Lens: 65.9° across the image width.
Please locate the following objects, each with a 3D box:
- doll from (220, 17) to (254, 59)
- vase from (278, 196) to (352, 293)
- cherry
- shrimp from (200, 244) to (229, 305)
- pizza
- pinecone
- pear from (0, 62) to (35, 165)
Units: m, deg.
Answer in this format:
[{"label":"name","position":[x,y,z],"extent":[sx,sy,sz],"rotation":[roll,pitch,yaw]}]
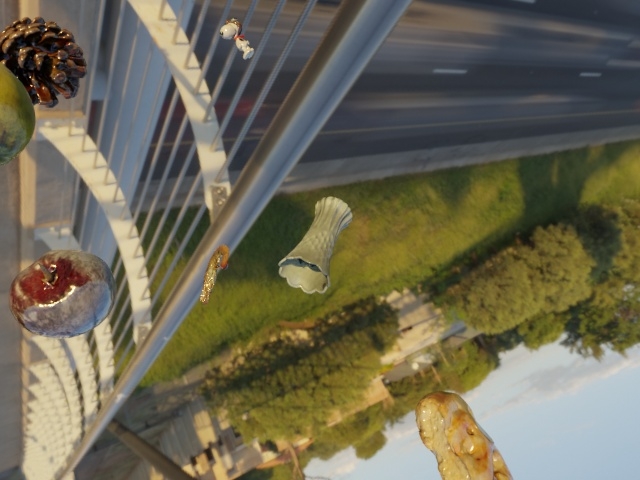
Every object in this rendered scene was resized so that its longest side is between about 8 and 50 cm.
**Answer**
[{"label":"doll","position":[-0.170,-0.422,1.029],"extent":[0.040,0.085,0.058],"rotation":[-41,-163,48]},{"label":"vase","position":[0.000,0.000,0.751],"extent":[0.081,0.081,0.149],"rotation":[-50,-168,50]},{"label":"cherry","position":[-0.678,0.143,1.317],"extent":[0.255,0.218,0.296],"rotation":[-34,161,-17]},{"label":"shrimp","position":[-0.188,0.060,0.880],"extent":[0.023,0.114,0.083],"rotation":[22,163,-27]},{"label":"pizza","position":[0.229,0.340,0.681],"extent":[0.071,0.297,0.189],"rotation":[-34,145,15]},{"label":"pinecone","position":[-0.535,-0.333,0.932],"extent":[0.179,0.195,0.150],"rotation":[-43,132,-27]},{"label":"pear","position":[-0.374,-0.140,0.545],"extent":[0.107,0.131,0.107],"rotation":[-12,159,-5]}]
